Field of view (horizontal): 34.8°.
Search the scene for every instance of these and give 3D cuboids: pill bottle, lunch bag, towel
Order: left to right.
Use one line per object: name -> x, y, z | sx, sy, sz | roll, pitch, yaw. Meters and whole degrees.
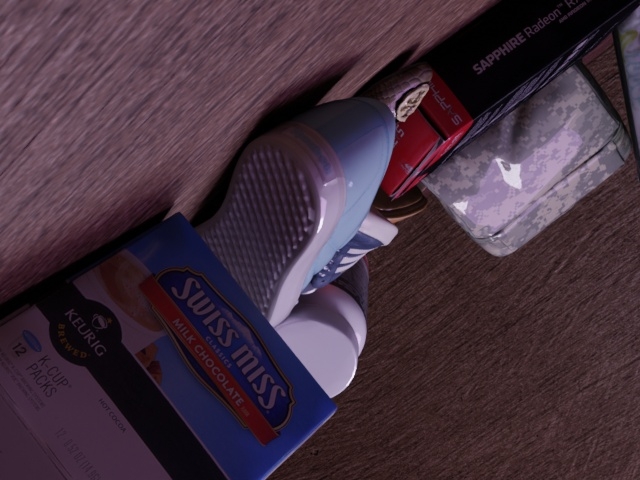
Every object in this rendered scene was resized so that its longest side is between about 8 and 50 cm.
pill bottle -> -0.010, 0.104, 1.530 | 0.161, 0.161, 0.283 | -40, -163, 20
lunch bag -> 0.283, -0.156, 1.514 | 0.305, 0.212, 0.256 | -39, 151, 13
towel -> 0.479, -0.218, 1.457 | 0.090, 0.374, 0.320 | -11, -169, 15

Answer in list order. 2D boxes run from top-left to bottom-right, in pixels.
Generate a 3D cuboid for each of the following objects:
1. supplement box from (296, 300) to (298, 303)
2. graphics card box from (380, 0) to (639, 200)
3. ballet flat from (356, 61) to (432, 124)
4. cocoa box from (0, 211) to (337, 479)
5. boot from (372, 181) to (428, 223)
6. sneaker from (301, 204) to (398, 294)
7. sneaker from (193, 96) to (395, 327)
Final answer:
supplement box -> -0.154, 0.115, 1.381 | 0.220, 0.114, 0.111 | -40, 175, 29
graphics card box -> 0.224, -0.212, 1.221 | 0.371, 0.094, 0.233 | -36, 174, -16
ballet flat -> 0.029, -0.092, 1.062 | 0.250, 0.058, 0.084 | -40, 162, 29
cocoa box -> -0.195, 0.179, 0.936 | 0.228, 0.231, 0.347 | -36, 175, -38
boot -> 0.076, -0.048, 1.690 | 0.220, 0.109, 0.283 | -42, -176, 34
sneaker -> 0.000, 0.000, 1.292 | 0.148, 0.131, 0.350 | -45, 176, -2
sneaker -> -0.025, -0.013, 0.995 | 0.150, 0.135, 0.366 | -32, 174, -32
